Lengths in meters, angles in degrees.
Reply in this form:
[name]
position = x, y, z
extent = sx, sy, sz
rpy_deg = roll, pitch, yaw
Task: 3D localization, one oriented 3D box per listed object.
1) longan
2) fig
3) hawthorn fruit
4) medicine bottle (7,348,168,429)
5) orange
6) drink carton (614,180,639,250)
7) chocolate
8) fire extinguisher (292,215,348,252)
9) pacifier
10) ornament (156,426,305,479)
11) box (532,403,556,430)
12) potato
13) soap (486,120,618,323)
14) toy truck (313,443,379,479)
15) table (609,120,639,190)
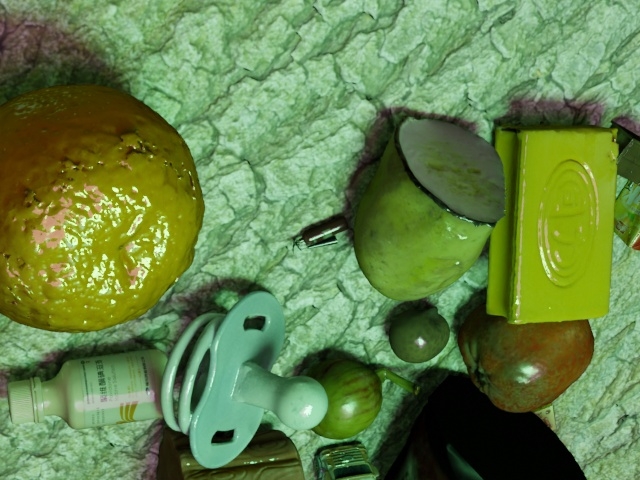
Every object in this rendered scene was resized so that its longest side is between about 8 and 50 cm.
[longan]
position = 0.173, 0.162, 1.921
extent = 0.113, 0.092, 0.113
rpy_deg = -8, 123, -13
[fig]
position = 0.054, 0.259, 1.928
extent = 0.186, 0.148, 0.142
rpy_deg = -44, 120, -38
[hawthorn fruit]
position = 0.379, 0.176, 1.952
extent = 0.262, 0.210, 0.211
rpy_deg = -28, 129, -21
[medicine bottle]
position = -0.366, 0.241, 1.759
extent = 0.252, 0.114, 0.114
rpy_deg = -6, 123, -16
[orange]
position = -0.330, -0.047, 1.476
extent = 0.340, 0.293, 0.341
rpy_deg = -21, 130, -28
[drink carton]
position = 0.591, -0.094, 1.909
extent = 0.071, 0.096, 0.223
rpy_deg = 15, 115, -28
[chocolate]
position = 0.260, 0.480, 2.013
extent = 0.383, 0.384, 0.331
rpy_deg = 24, 117, -32
[fire extinguisher]
position = -0.002, -0.004, 1.792
extent = 0.100, 0.032, 0.046
rpy_deg = -23, 161, -5
[pacifier]
position = -0.099, 0.236, 1.760
extent = 0.244, 0.233, 0.300
rpy_deg = 8, 97, -67
[ornament]
position = -0.156, 0.424, 1.917
extent = 0.217, 0.221, 0.235
rpy_deg = -3, 163, -24
[box]
position = 0.398, 0.371, 2.189
extent = 0.149, 0.020, 0.073
rpy_deg = -23, 126, -6
[potato]
position = 0.159, -0.023, 1.746
extent = 0.229, 0.229, 0.266
rpy_deg = 9, 133, -25
[soap]
position = 0.381, -0.032, 1.804
extent = 0.204, 0.096, 0.325
rpy_deg = -4, 100, -22
[toy truck]
position = 0.048, 0.518, 2.079
extent = 0.108, 0.140, 0.257
rpy_deg = -5, 123, -17
[table]
position = 0.512, -0.139, 1.864
extent = 0.083, 0.070, 0.082
rpy_deg = 21, 112, -31
